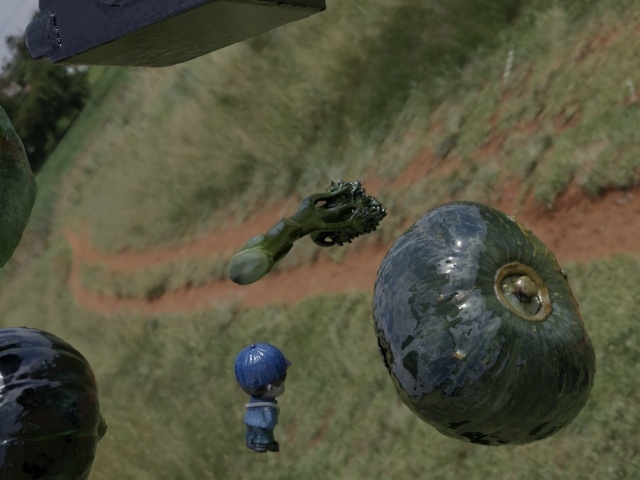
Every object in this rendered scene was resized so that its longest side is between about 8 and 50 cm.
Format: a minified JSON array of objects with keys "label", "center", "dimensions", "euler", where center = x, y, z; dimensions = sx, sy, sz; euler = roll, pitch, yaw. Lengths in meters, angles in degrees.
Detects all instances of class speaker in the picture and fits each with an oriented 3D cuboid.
[{"label":"speaker","center":[-0.159,-0.306,1.029],"dimensions":[0.254,0.232,0.184],"euler":[-12,-2,34]}]

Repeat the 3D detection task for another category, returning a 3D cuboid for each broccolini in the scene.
[{"label":"broccolini","center":[0.000,-0.006,1.121],"dimensions":[0.074,0.079,0.392],"euler":[-18,8,17]}]

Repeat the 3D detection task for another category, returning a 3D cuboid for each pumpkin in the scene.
[{"label":"pumpkin","center":[-0.427,0.270,1.511],"dimensions":[0.315,0.238,0.315],"euler":[-22,64,57]},{"label":"pumpkin","center":[0.216,0.110,1.415],"dimensions":[0.257,0.291,0.328],"euler":[-46,35,46]}]

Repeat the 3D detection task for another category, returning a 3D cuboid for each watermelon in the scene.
[{"label":"watermelon","center":[-0.514,-0.095,1.411],"dimensions":[0.140,0.256,0.193],"euler":[48,-121,-70]}]

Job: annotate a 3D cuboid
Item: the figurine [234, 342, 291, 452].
[{"label":"figurine","center":[-0.080,0.197,1.341],"dimensions":[0.077,0.079,0.136],"euler":[8,86,59]}]
